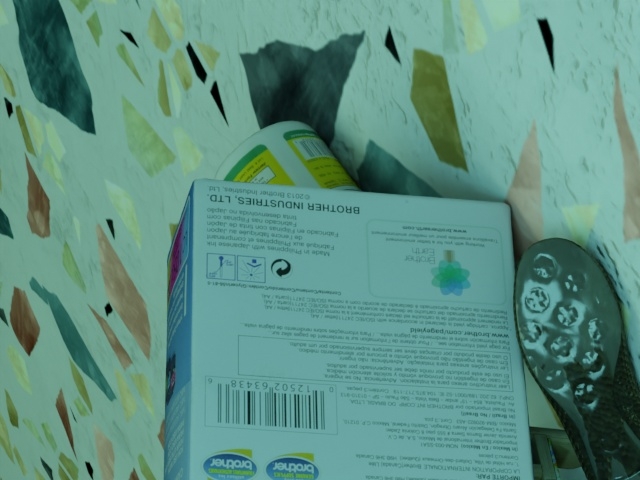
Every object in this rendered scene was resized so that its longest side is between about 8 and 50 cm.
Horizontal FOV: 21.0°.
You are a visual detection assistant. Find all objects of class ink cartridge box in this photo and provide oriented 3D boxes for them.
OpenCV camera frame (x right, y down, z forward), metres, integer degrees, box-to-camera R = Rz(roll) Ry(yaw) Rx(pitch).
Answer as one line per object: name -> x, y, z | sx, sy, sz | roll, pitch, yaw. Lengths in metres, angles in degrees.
ink cartridge box -> 0.016, 0.162, 1.336 | 0.151, 0.270, 0.395 | 110, 161, -57

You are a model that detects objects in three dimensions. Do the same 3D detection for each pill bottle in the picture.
pill bottle -> 0.000, 0.000, 1.587 | 0.208, 0.117, 0.117 | 53, 151, 25

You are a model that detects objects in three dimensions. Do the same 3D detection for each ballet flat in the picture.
ballet flat -> 0.215, 0.114, 1.340 | 0.058, 0.084, 0.250 | -53, -61, -79

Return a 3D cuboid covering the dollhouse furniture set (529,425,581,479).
dollhouse furniture set -> 0.201, 0.309, 1.420 | 0.212, 0.161, 0.242 | -98, 23, -43
